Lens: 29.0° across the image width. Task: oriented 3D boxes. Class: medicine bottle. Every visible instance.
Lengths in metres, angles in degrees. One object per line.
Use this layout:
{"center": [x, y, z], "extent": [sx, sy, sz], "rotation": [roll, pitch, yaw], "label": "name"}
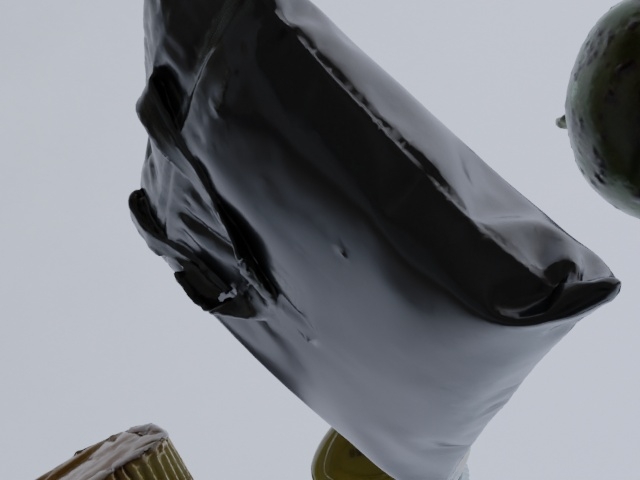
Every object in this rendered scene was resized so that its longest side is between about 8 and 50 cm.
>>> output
{"center": [0.075, 0.180, 1.002], "extent": [0.111, 0.309, 0.076], "rotation": [-22, -107, 8], "label": "medicine bottle"}

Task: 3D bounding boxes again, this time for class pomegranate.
{"center": [0.297, -0.121, 1.087], "extent": [0.263, 0.211, 0.211], "rotation": [20, -74, 58], "label": "pomegranate"}

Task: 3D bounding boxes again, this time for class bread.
{"center": [-0.265, 0.338, 1.366], "extent": [0.204, 0.288, 0.156], "rotation": [-15, -77, 55], "label": "bread"}

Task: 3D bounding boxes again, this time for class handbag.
{"center": [0.000, 0.000, 0.510], "extent": [0.211, 0.254, 0.088], "rotation": [42, -113, 12], "label": "handbag"}
